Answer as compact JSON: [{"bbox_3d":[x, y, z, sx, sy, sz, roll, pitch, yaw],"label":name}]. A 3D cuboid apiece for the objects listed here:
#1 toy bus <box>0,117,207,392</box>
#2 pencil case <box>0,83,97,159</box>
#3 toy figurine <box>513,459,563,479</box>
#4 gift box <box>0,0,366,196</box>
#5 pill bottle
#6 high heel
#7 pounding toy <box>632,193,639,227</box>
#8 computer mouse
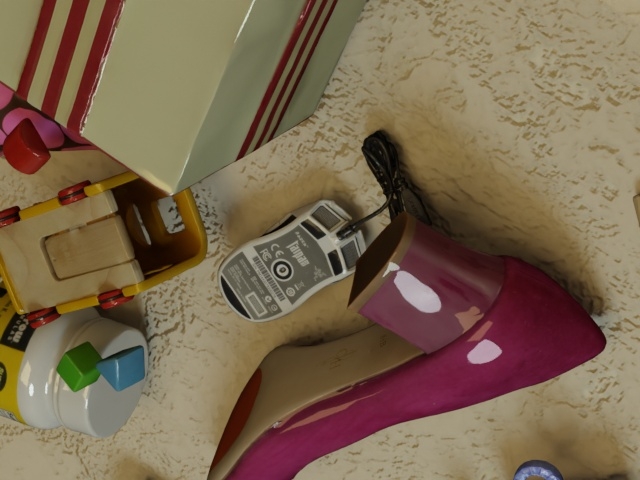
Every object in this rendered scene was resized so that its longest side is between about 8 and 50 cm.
[{"bbox_3d":[-0.184,0.002,1.151,0.202,0.104,0.191,37,129,25],"label":"toy bus"},{"bbox_3d":[-0.204,-0.106,1.160,0.209,0.095,0.098,3,115,24],"label":"pencil case"},{"bbox_3d":[0.203,0.266,1.044,0.362,0.191,0.217,-13,98,30],"label":"toy figurine"},{"bbox_3d":[-0.088,-0.205,0.959,0.255,0.276,0.258,31,119,8],"label":"gift box"},{"bbox_3d":[-0.264,0.096,1.253,0.208,0.119,0.119,15,115,21],"label":"pill bottle"},{"bbox_3d":[0.048,0.138,1.121,0.181,0.127,0.377,29,136,-12],"label":"high heel"},{"bbox_3d":[0.263,0.007,0.923,0.155,0.154,0.269,24,118,17],"label":"pounding toy"},{"bbox_3d":[0.000,0.000,1.126,0.193,0.042,0.106,-28,99,27],"label":"computer mouse"}]
